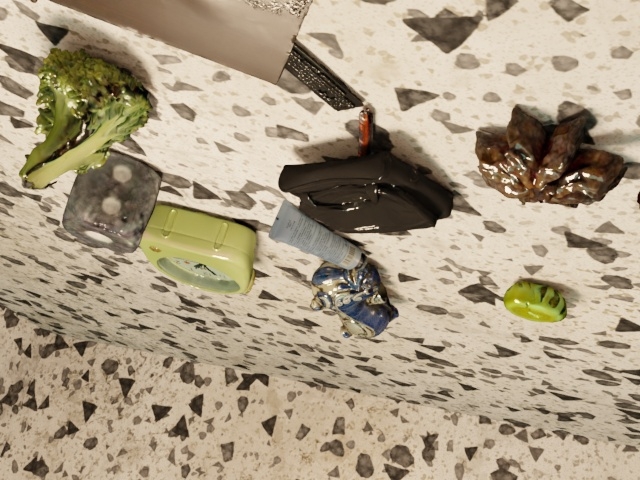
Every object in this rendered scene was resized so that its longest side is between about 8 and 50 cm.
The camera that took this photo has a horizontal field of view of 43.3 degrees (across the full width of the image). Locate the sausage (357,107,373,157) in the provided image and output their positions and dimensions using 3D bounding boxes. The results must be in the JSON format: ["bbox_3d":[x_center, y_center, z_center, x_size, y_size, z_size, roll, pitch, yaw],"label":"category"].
[{"bbox_3d":[0.077,-0.176,1.406,0.028,0.025,0.198,44,165,18],"label":"sausage"}]

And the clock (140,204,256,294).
[{"bbox_3d":[-0.300,0.040,2.086,0.286,0.117,0.348,14,159,5],"label":"clock"}]

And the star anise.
[{"bbox_3d":[0.353,-0.108,1.270,0.223,0.109,0.236,28,158,-16],"label":"star anise"}]

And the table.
[{"bbox_3d":[-0.126,-0.346,0.835,0.282,0.251,0.196,19,158,-9],"label":"table"}]

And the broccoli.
[{"bbox_3d":[-0.449,-0.228,1.413,0.180,0.273,0.242,49,158,8],"label":"broccoli"}]

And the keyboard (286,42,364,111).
[{"bbox_3d":[-0.016,-0.261,1.280,0.074,0.015,0.196,-6,149,45],"label":"keyboard"}]

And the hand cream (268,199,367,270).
[{"bbox_3d":[0.000,0.000,1.830,0.271,0.091,0.058,27,176,-35],"label":"hand cream"}]

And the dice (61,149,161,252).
[{"bbox_3d":[-0.468,-0.084,1.815,0.181,0.183,0.182,21,159,-14],"label":"dice"}]

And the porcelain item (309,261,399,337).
[{"bbox_3d":[0.098,0.140,2.050,0.186,0.138,0.288,-17,140,27],"label":"porcelain item"}]

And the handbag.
[{"bbox_3d":[0.083,-0.085,1.515,0.275,0.088,0.244,-1,160,41],"label":"handbag"}]

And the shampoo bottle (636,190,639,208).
[{"bbox_3d":[0.557,-0.117,1.122,0.129,0.084,0.323,12,158,4],"label":"shampoo bottle"}]

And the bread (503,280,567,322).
[{"bbox_3d":[0.483,0.137,1.812,0.139,0.071,0.130,3,152,35],"label":"bread"}]
